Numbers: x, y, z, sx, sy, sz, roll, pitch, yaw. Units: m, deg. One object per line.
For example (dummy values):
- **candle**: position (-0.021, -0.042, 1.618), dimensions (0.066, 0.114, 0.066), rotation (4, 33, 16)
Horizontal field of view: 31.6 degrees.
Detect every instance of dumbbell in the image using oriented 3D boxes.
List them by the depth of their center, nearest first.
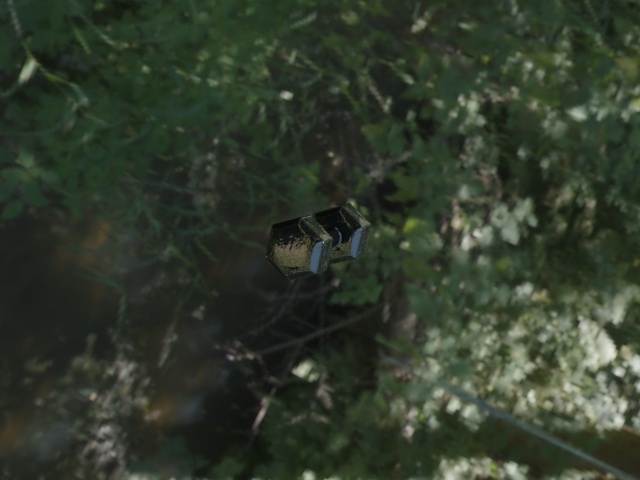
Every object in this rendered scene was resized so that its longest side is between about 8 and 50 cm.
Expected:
- **dumbbell**: position (0.000, 0.000, 0.693), dimensions (0.083, 0.040, 0.036), rotation (-19, 93, -63)
